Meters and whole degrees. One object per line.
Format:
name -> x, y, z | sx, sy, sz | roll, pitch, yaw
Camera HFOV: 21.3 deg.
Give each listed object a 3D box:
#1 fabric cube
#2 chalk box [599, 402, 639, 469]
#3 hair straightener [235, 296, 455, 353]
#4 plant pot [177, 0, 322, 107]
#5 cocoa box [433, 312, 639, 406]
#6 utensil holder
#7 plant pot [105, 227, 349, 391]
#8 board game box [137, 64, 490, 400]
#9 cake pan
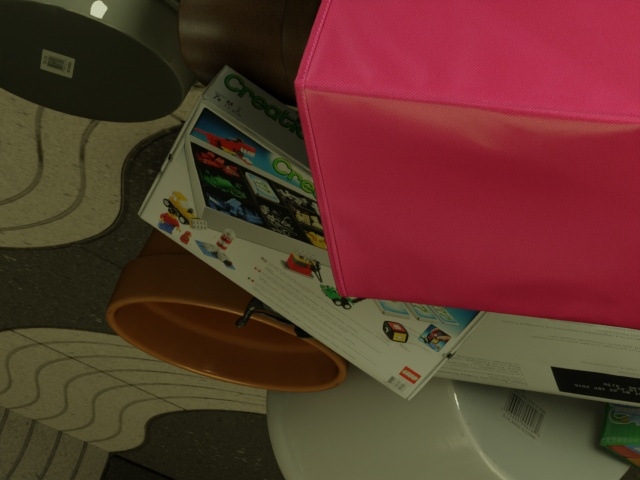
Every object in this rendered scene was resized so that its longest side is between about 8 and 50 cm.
fabric cube -> 0.149, -0.112, 1.296 | 0.258, 0.259, 0.254 | 6, 143, 16
chalk box -> 0.444, 0.184, 1.930 | 0.179, 0.289, 0.180 | -5, 152, 41
hair straightener -> 0.026, 0.090, 1.651 | 0.230, 0.047, 0.089 | 2, 152, 23
plant pot -> -0.025, -0.188, 1.482 | 0.165, 0.167, 0.167 | 11, 161, 32
cocoa box -> 0.217, 0.009, 1.710 | 0.347, 0.228, 0.231 | 7, 156, 19
utensil holder -> 0.168, 0.190, 2.096 | 0.328, 0.327, 0.385 | 24, 154, -25
plant pot -> -0.087, 0.036, 2.017 | 0.291, 0.203, 0.291 | 13, 159, 5
board game box -> 0.000, 0.000, 1.500 | 0.305, 0.053, 0.193 | 35, 141, -1
cake pan -> -0.254, -0.201, 1.726 | 0.293, 0.054, 0.293 | 13, 159, 5
